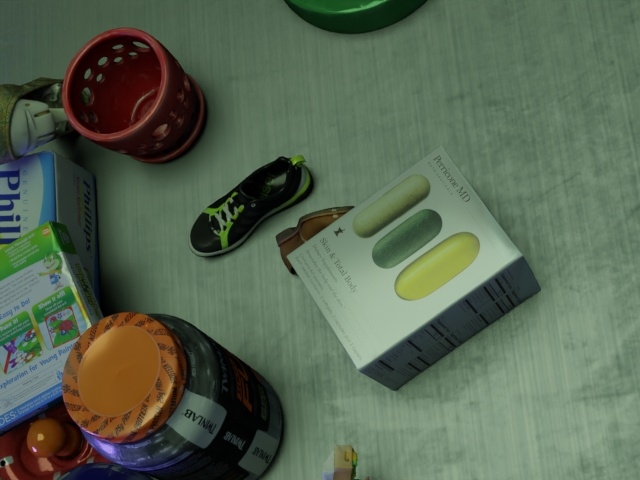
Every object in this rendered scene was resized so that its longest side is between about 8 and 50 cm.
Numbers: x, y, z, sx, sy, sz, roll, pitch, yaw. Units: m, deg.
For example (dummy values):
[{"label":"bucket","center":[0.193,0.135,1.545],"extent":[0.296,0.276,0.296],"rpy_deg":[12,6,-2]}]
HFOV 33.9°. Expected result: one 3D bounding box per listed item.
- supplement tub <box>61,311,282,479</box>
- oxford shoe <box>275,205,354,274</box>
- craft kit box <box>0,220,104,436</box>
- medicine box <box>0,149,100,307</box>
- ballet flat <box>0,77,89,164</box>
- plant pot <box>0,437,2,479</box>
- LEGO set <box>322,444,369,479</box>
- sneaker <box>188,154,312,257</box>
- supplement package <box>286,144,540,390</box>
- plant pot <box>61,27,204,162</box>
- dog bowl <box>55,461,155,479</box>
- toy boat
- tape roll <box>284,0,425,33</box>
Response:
[{"label":"supplement tub","center":[-0.199,0.226,1.448],"extent":[0.207,0.338,0.207],"rpy_deg":[-7,67,16]},{"label":"oxford shoe","center":[0.000,0.000,1.548],"extent":[0.076,0.212,0.076],"rpy_deg":[-7,76,-24]},{"label":"craft kit box","center":[-0.448,0.136,1.566],"extent":[0.249,0.061,0.247],"rpy_deg":[-28,78,11]},{"label":"medicine box","center":[-0.523,0.019,1.726],"extent":[0.289,0.149,0.264],"rpy_deg":[-11,72,16]},{"label":"ballet flat","center":[-0.463,-0.196,1.684],"extent":[0.123,0.348,0.123],"rpy_deg":[3,108,8]},{"label":"plant pot","center":[-0.610,0.379,1.650],"extent":[0.237,0.237,0.110],"rpy_deg":[48,133,23]},{"label":"LEGO set","center":[0.037,0.409,1.439],"extent":[0.107,0.132,0.287],"rpy_deg":[23,106,17]},{"label":"sneaker","center":[-0.121,-0.064,1.641],"extent":[0.234,0.097,0.084],"rpy_deg":[-36,67,6]},{"label":"supplement package","center":[0.134,0.045,1.470],"extent":[0.262,0.198,0.199],"rpy_deg":[-36,67,6]},{"label":"plant pot","center":[-0.295,-0.223,1.702],"extent":[0.191,0.174,0.191],"rpy_deg":[-5,74,17]},{"label":"dog bowl","center":[-0.302,0.452,1.486],"extent":[0.264,0.104,0.265],"rpy_deg":[7,114,17]},{"label":"toy boat","center":[-0.396,0.305,1.602],"extent":[0.231,0.151,0.151],"rpy_deg":[-25,69,11]},{"label":"tape roll","center":[0.059,-0.501,1.713],"extent":[0.321,0.077,0.321],"rpy_deg":[-5,73,18]}]
